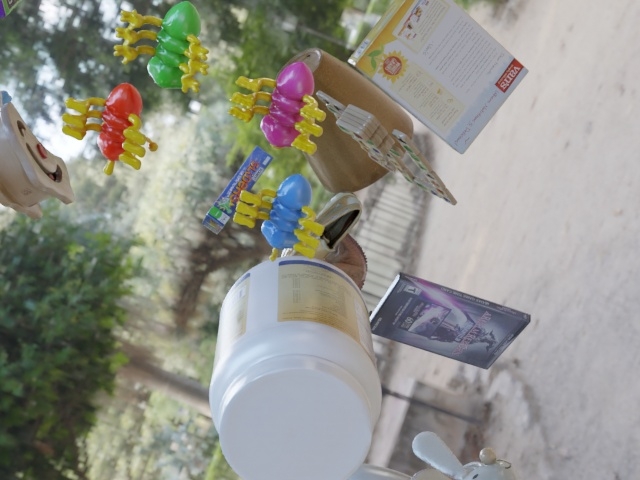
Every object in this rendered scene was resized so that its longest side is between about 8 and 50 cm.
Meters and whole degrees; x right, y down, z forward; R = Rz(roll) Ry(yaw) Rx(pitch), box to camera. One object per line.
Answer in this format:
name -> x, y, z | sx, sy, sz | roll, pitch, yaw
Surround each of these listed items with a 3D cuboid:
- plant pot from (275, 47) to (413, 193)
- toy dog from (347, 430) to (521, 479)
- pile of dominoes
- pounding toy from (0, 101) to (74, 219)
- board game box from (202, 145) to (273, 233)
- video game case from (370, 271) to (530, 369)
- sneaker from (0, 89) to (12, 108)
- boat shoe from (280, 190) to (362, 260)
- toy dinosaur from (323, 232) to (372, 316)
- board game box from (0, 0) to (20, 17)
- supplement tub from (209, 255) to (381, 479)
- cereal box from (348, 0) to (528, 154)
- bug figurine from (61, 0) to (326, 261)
plant pot -> 0.026, -0.266, 2.011 | 0.237, 0.254, 0.237 | -28, 36, 22
toy dog -> 0.136, 0.378, 1.575 | 0.220, 0.334, 0.160 | -165, 58, -81
pile of dominoes -> 0.101, -0.140, 1.605 | 0.040, 0.196, 0.251 | -54, -38, -6
pounding toy -> -0.529, -0.118, 1.590 | 0.269, 0.155, 0.154 | 53, -168, -77
board game box -> -0.140, -0.079, 1.603 | 0.136, 0.035, 0.201 | -55, 6, -7
video game case -> 0.248, 0.163, 1.929 | 0.196, 0.274, 0.026 | 118, 168, -49
sneaker -> -0.650, -0.316, 1.801 | 0.086, 0.237, 0.085 | -33, -21, -13
boat shoe -> 0.000, 0.000, 1.663 | 0.190, 0.068, 0.072 | -52, 29, 13
toy dinosaur -> 0.031, 0.094, 1.869 | 0.295, 0.200, 0.127 | -64, -7, 15
board game box -> -0.571, -0.544, 1.339 | 0.356, 0.357, 0.356 | -75, -15, -52
supplement tub -> -0.035, 0.179, 1.351 | 0.316, 0.228, 0.228 | -93, 24, -66
cereal box -> 0.186, -0.272, 1.518 | 0.173, 0.240, 0.047 | -51, 24, 4
bug figurine -> -0.100, -0.104, 0.924 | 0.072, 0.279, 0.216 | -56, -7, -50
